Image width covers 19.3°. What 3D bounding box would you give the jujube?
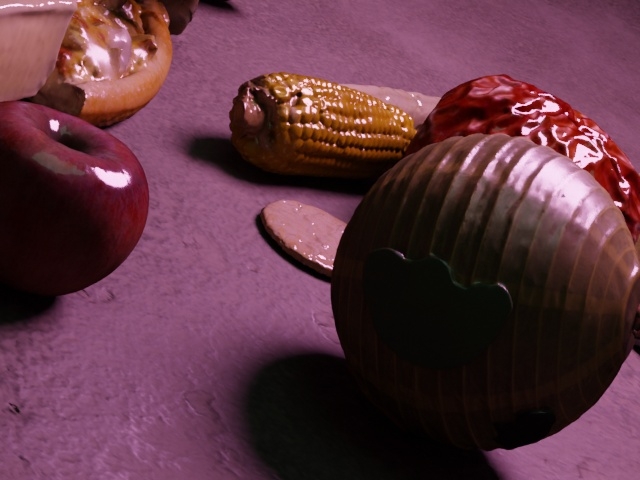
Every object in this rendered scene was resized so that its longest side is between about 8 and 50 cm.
[{"bbox_3d":[0.189,-0.043,1.774,0.232,0.213,0.213,33,23,8],"label":"jujube"}]

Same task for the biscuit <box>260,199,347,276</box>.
[{"bbox_3d":[0.000,0.000,1.675,0.120,0.015,0.120,25,23,-12],"label":"biscuit"}]

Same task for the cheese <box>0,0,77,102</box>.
[{"bbox_3d":[-0.372,-0.218,1.527,0.265,0.124,0.242,39,23,20],"label":"cheese"}]

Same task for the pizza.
[{"bbox_3d":[-0.236,-0.207,1.728,0.223,0.089,0.323,32,22,-5],"label":"pizza"}]

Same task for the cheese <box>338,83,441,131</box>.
[{"bbox_3d":[0.066,-0.129,1.960,0.194,0.065,0.043,0,31,-49],"label":"cheese"}]

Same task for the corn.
[{"bbox_3d":[0.005,-0.105,1.800,0.262,0.097,0.097,8,32,-52],"label":"corn"}]

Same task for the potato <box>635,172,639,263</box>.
[{"bbox_3d":[0.457,0.016,2.092,0.255,0.112,0.269,6,35,-47],"label":"potato"}]

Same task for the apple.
[{"bbox_3d":[-0.202,-0.029,1.354,0.153,0.120,0.153,23,19,-8],"label":"apple"}]

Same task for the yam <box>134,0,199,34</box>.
[{"bbox_3d":[-0.295,-0.309,1.873,0.371,0.083,0.083,24,24,-17],"label":"yam"}]

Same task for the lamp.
[{"bbox_3d":[0.152,0.042,1.445,0.284,0.250,0.250,6,14,22],"label":"lamp"}]

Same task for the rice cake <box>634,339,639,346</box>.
[{"bbox_3d":[0.354,0.104,1.854,0.270,0.049,0.055,43,25,26],"label":"rice cake"}]
